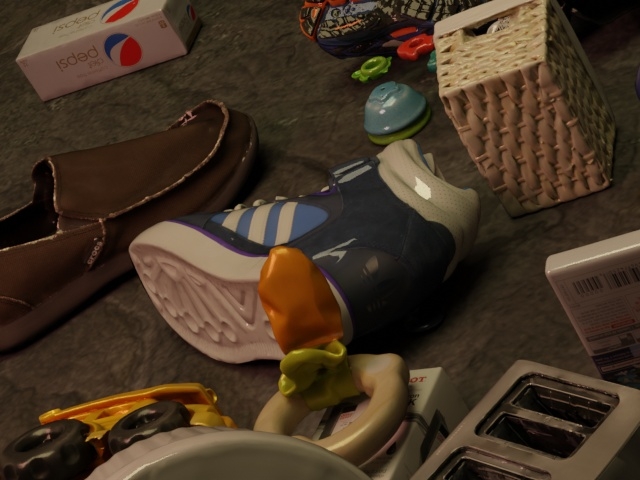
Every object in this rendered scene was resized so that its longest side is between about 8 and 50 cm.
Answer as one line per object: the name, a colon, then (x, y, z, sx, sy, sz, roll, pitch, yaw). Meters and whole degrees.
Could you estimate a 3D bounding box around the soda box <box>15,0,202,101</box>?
soda box: (-0.255, -0.240, 2.406, 0.216, 0.069, 0.074, -16, 33, 26)

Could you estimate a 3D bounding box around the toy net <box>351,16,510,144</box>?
toy net: (0.144, -0.176, 1.973, 0.232, 0.045, 0.122, -22, 28, 12)

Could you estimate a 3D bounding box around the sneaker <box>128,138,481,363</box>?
sneaker: (0.000, 0.000, 1.770, 0.236, 0.130, 0.323, -35, 23, -27)

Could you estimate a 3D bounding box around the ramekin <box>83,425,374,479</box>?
ramekin: (-0.068, 0.246, 1.308, 0.273, 0.273, 0.127, -36, 17, -9)

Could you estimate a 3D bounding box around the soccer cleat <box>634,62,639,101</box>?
soccer cleat: (0.403, -0.167, 1.674, 0.289, 0.093, 0.121, -16, -9, 5)

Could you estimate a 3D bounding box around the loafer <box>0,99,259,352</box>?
loafer: (-0.223, -0.034, 1.997, 0.366, 0.130, 0.134, -37, 30, -12)

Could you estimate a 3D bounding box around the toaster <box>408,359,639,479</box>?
toaster: (0.151, 0.183, 1.345, 0.168, 0.110, 0.186, -45, 33, -23)

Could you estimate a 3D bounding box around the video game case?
video game case: (0.279, 0.055, 1.348, 0.201, 0.183, 0.023, -18, 33, 22)

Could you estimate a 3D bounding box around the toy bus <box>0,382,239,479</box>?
toy bus: (-0.133, 0.183, 1.598, 0.220, 0.149, 0.211, -15, 17, 21)

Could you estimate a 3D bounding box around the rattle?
rattle: (-0.020, 0.123, 1.456, 0.130, 0.142, 0.199, 11, 42, 28)

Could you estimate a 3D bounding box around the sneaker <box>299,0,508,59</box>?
sneaker: (0.093, -0.235, 2.068, 0.221, 0.087, 0.083, -5, 68, 12)

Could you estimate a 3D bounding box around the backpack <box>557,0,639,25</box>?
backpack: (0.308, -0.359, 1.936, 0.263, 0.213, 0.276, -8, 27, -1)

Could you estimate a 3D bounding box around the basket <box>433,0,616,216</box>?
basket: (0.177, -0.116, 1.726, 0.113, 0.167, 0.103, -18, 36, 21)

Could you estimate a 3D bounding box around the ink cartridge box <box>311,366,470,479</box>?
ink cartridge box: (0.043, 0.164, 1.525, 0.099, 0.056, 0.135, -9, 36, 35)
